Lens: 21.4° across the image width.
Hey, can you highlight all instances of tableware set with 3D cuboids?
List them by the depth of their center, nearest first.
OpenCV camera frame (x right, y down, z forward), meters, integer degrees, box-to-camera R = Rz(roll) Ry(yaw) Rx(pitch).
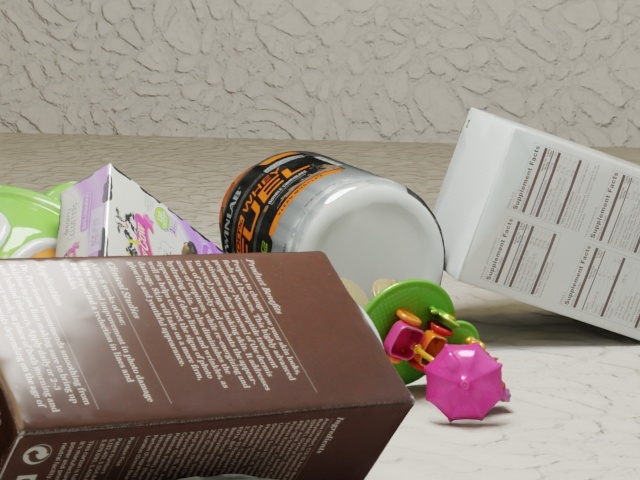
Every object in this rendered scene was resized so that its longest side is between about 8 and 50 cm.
[{"bbox_3d":[0.077,0.096,1.914,0.168,0.020,0.141,-6,55,-46],"label":"tableware set"}]

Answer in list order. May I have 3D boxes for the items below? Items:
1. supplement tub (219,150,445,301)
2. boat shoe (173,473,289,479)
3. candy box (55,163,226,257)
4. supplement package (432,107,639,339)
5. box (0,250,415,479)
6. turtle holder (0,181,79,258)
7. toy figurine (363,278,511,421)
[{"bbox_3d":[0.000,0.000,2.133,0.207,0.207,0.338,-4,11,-21],"label":"supplement tub"},{"bbox_3d":[-0.106,0.229,1.341,0.227,0.079,0.081,-2,3,-41],"label":"boat shoe"},{"bbox_3d":[-0.165,0.049,1.625,0.070,0.165,0.196,-27,-46,27],"label":"candy box"},{"bbox_3d":[0.294,-0.021,2.084,0.262,0.198,0.199,18,7,-13],"label":"supplement package"},{"bbox_3d":[-0.133,0.120,1.428,0.381,0.143,0.191,-2,45,-35],"label":"box"},{"bbox_3d":[-0.360,0.075,1.683,0.320,0.243,0.227,11,30,12],"label":"turtle holder"},{"bbox_3d":[0.141,0.137,1.780,0.173,0.130,0.159,22,11,-36],"label":"toy figurine"}]
